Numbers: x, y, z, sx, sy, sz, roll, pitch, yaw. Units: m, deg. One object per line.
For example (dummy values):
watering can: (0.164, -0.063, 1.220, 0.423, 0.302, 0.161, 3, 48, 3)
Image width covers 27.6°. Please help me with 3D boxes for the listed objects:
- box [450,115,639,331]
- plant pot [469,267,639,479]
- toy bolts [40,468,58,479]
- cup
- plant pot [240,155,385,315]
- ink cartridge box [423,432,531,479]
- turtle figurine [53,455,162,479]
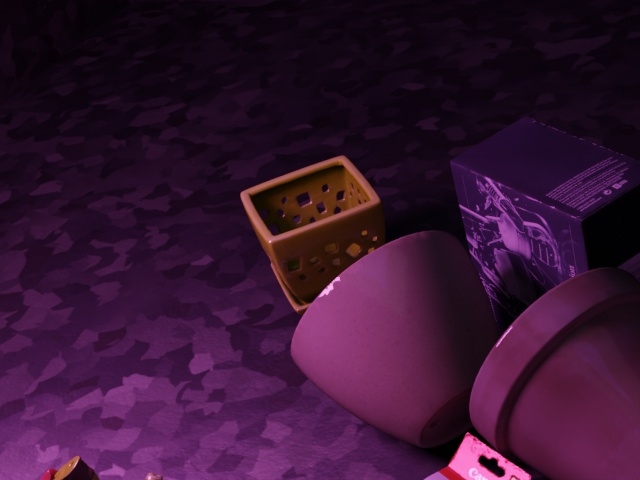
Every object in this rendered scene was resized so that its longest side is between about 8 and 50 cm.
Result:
box: (0.401, 0.018, 2.124, 0.179, 0.343, 0.312, -30, 34, -21)
plant pot: (0.420, 0.245, 1.831, 0.323, 0.323, 0.280, -28, 49, -20)
toy bolts: (-0.367, 0.463, 1.912, 0.158, 0.228, 0.218, -45, 54, -1)
cup: (0.156, 0.182, 2.048, 0.331, 0.331, 0.237, -27, 59, -18)
plant pot: (0.000, 0.000, 2.459, 0.227, 0.207, 0.228, -21, 32, -7)
ink cartridge box: (0.197, 0.374, 1.854, 0.145, 0.045, 0.179, 31, 89, 50)
turtle figurine: (-0.284, 0.412, 1.800, 0.087, 0.217, 0.269, -21, 36, 45)
